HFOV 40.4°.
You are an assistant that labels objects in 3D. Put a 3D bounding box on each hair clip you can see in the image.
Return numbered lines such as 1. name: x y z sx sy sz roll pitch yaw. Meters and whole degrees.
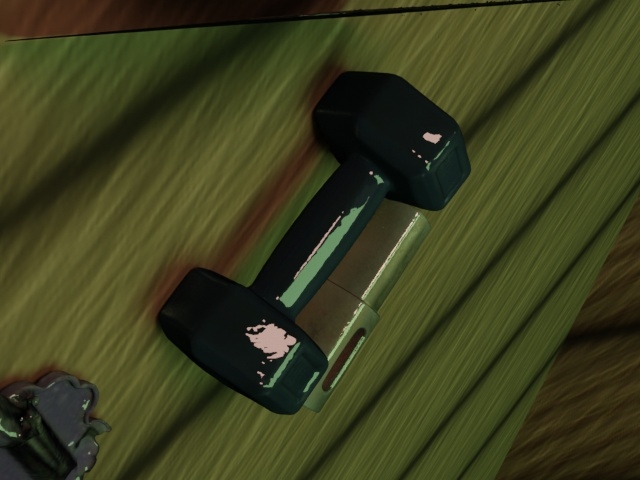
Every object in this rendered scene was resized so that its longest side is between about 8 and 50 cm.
1. hair clip: -0.224 0.167 0.704 0.124 0.052 0.195 -42 153 -18

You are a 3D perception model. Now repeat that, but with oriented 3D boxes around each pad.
1. pad: 0.031 -0.172 0.551 0.375 0.315 0.063 -23 114 -51

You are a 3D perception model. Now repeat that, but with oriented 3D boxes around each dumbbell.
1. dumbbell: -0.001 0.000 0.806 0.316 0.156 0.143 -53 -178 -11

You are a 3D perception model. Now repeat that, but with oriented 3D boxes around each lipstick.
1. lipstick: 0.030 0.068 0.989 0.253 0.077 0.079 -56 152 -8
